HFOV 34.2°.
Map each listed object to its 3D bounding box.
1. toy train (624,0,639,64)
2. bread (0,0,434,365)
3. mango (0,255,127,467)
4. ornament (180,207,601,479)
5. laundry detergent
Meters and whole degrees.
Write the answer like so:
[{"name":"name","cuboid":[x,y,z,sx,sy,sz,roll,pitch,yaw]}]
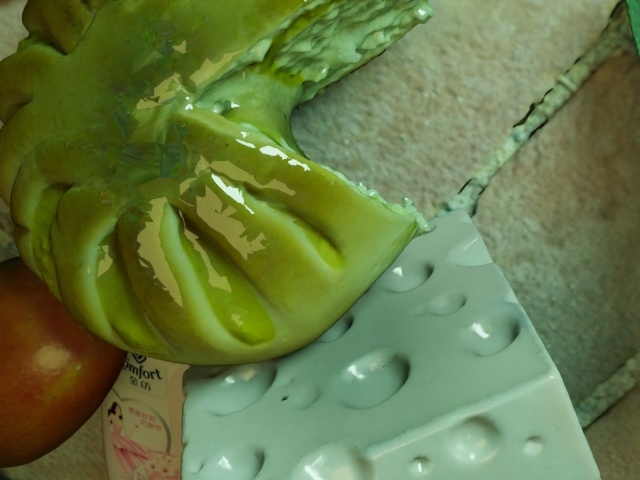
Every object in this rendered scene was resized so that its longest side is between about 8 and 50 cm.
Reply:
[{"name":"toy train","cuboid":[0.283,-0.062,0.619,0.178,0.138,0.330,-10,98,42]},{"name":"bread","cuboid":[-0.080,-0.082,0.671,0.333,0.160,0.332,0,91,15]},{"name":"mango","cuboid":[-0.243,0.108,0.844,0.289,0.129,0.146,-52,58,47]},{"name":"ornament","cuboid":[0.059,0.164,0.735,0.239,0.239,0.239,-24,116,5]},{"name":"laundry detergent","cuboid":[-0.108,0.098,0.869,0.159,0.088,0.335,12,120,8]}]
